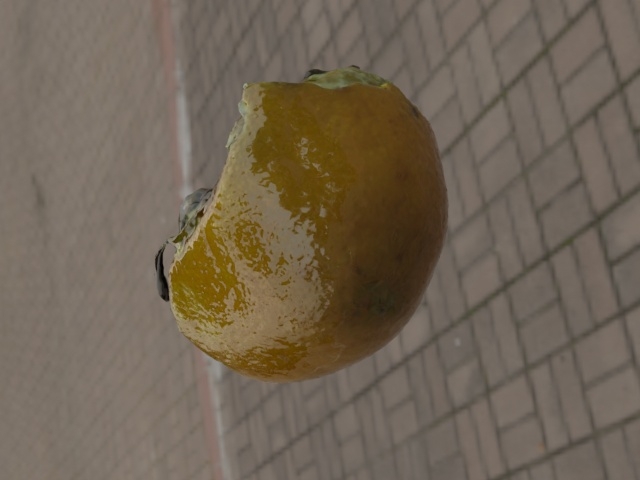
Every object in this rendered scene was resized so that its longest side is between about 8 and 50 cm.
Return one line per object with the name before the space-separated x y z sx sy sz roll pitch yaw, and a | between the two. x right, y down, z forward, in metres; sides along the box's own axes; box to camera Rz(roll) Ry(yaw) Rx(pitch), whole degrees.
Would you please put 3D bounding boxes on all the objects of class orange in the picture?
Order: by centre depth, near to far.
orange | 0.000 0.000 0.644 0.112 0.160 0.170 50 163 34
